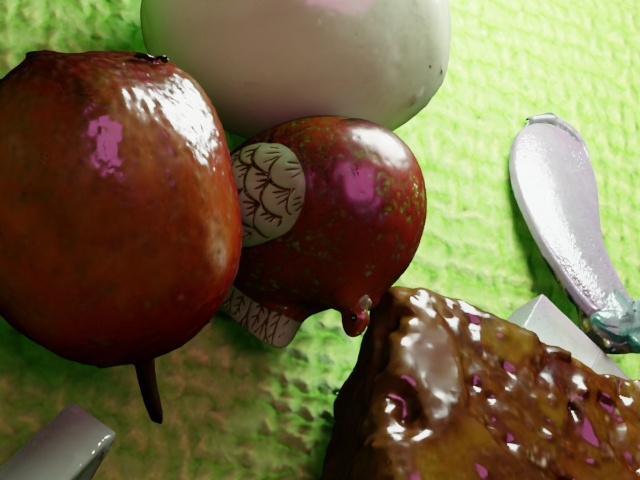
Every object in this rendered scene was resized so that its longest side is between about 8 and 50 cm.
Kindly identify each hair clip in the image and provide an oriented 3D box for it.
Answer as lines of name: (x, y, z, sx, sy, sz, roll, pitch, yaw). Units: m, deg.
hair clip: (0.306, -0.010, 2.015, 0.110, 0.095, 0.359, -15, 65, 4)

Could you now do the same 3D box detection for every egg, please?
egg: (-0.024, -0.234, 1.764, 0.345, 0.283, 0.283, -7, 70, -26)

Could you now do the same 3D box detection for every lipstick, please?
lipstick: (0.340, 0.201, 1.930, 0.317, 0.066, 0.068, 44, 49, -8)

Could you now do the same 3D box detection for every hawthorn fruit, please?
hawthorn fruit: (-0.207, -0.001, 1.541, 0.284, 0.284, 0.369, -26, 102, -41)

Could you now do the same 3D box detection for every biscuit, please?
biscuit: (0.195, 0.260, 1.715, 0.395, 0.166, 0.343, 24, 50, -20)

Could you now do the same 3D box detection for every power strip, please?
power strip: (-0.302, 0.268, 1.380, 0.062, 0.091, 0.385, 36, 37, 7)

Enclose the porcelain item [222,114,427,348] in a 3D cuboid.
porcelain item: (0.000, 0.000, 1.678, 0.253, 0.253, 0.253, 16, 58, -28)
